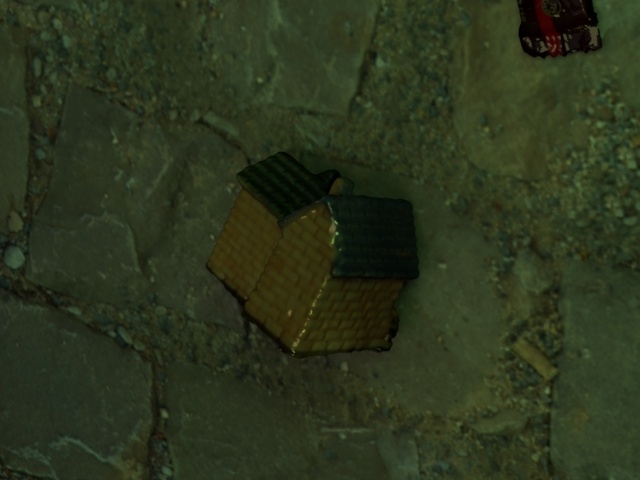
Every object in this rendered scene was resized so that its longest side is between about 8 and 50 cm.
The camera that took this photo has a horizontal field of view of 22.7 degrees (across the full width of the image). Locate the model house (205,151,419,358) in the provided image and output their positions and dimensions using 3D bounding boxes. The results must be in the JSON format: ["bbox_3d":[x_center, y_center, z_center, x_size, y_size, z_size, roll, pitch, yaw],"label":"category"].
[{"bbox_3d":[0.000,0.000,1.620,0.183,0.166,0.172,37,115,35],"label":"model house"}]

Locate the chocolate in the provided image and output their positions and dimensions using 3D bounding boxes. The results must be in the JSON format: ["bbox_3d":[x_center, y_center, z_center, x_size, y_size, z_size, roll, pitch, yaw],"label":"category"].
[{"bbox_3d":[0.199,-0.250,1.422,0.086,0.028,0.182,1,111,32],"label":"chocolate"}]
